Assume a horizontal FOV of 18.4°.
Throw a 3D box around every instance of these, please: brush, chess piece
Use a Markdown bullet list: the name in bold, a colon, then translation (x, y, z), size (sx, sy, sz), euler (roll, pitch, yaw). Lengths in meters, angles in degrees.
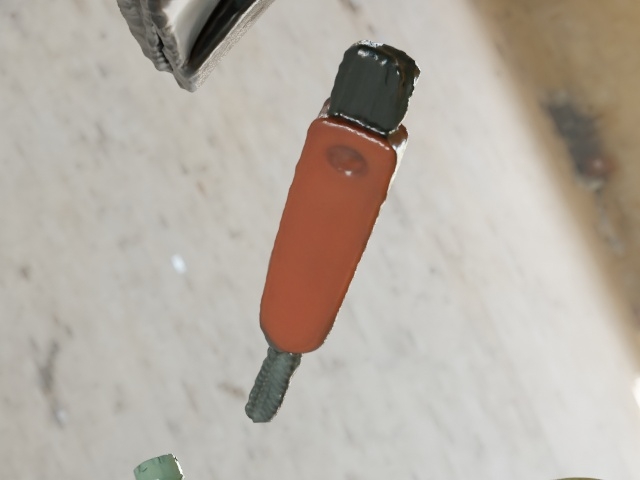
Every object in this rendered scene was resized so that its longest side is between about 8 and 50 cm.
- **brush**: translation (0.000, 0.000, 1.430), size (0.070, 0.323, 0.051), euler (24, 28, 5)
- **chess piece**: translation (-0.129, 0.242, 1.733), size (0.067, 0.067, 0.103), euler (24, 39, -61)

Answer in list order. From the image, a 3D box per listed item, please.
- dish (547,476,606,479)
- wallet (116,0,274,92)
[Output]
- **dish**: translation (0.272, 0.354, 2.030), size (0.108, 0.221, 0.262), euler (89, 7, -62)
- **wallet**: translation (0.037, -0.265, 1.173), size (0.062, 0.406, 0.228), euler (43, -5, 9)
